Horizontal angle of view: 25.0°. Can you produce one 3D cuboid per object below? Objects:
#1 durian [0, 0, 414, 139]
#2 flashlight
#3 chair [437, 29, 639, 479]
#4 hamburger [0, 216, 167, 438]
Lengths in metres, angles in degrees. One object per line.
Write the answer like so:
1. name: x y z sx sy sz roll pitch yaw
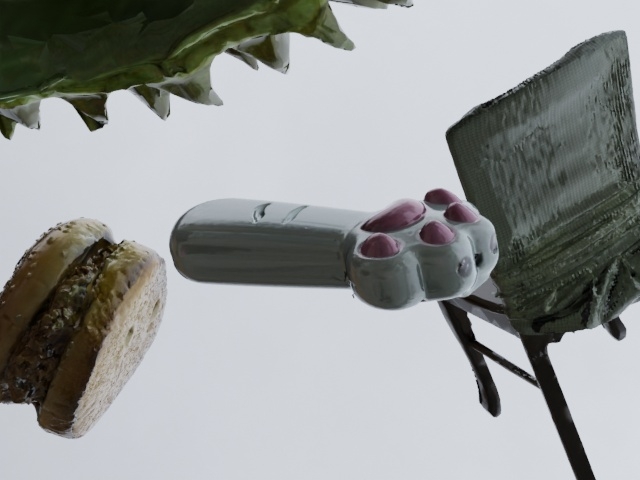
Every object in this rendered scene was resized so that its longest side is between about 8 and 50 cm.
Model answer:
1. durian: -0.060 -0.148 0.411 0.394 0.198 0.163 -27 -126 15
2. flashlight: 0.000 0.000 0.785 0.200 0.093 0.047 4 -65 37
3. chair: 0.166 0.001 1.077 0.319 0.160 0.186 66 -12 -24
4. hamburger: -0.214 0.074 1.218 0.118 0.191 0.182 21 -56 5
